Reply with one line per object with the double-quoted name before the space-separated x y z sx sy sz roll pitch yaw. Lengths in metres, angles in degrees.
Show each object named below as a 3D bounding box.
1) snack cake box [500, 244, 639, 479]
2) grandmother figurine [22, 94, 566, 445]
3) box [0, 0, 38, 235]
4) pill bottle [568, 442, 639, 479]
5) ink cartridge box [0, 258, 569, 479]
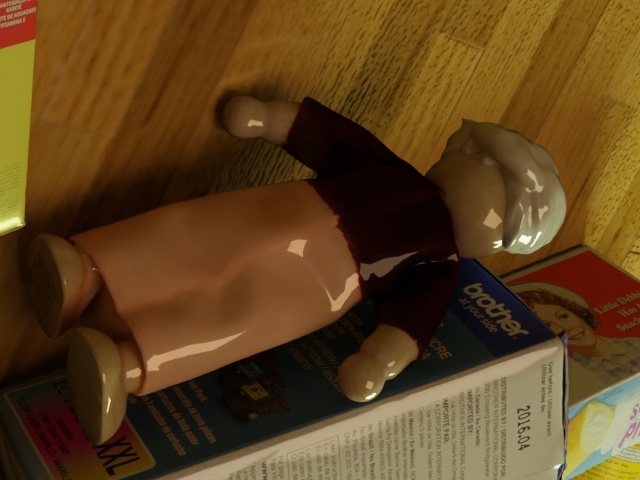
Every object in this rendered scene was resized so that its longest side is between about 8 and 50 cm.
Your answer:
"snack cake box" 0.181 0.105 1.355 0.264 0.152 0.089 -18 131 -41
"grandmother figurine" 0.000 0.000 1.009 0.342 0.208 0.104 -15 167 -25
"box" -0.177 -0.113 0.788 0.058 0.087 0.232 -21 133 -40
"pill bottle" 0.226 0.215 1.537 0.117 0.117 0.208 4 115 -52
"ink cartridge box" 0.011 0.175 1.087 0.395 0.151 0.270 -16 124 -18
